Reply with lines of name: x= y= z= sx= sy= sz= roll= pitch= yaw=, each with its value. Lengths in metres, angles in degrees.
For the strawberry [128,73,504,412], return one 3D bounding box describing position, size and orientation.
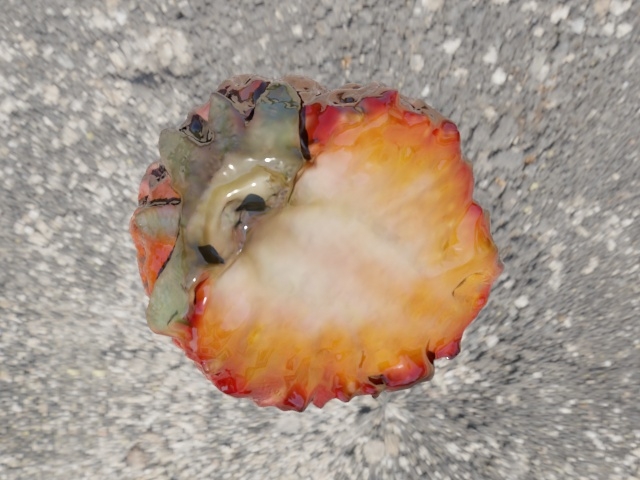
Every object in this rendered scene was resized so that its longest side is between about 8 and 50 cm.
strawberry: x=0.000 y=0.000 z=0.893 sx=0.149 sy=0.336 sz=0.265 roll=38 pitch=98 yaw=44
